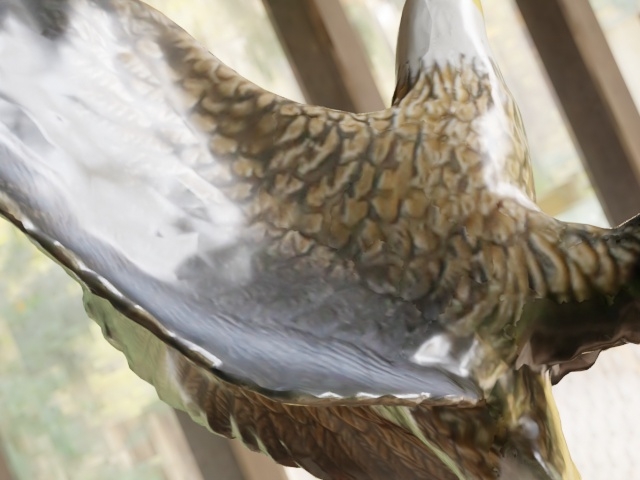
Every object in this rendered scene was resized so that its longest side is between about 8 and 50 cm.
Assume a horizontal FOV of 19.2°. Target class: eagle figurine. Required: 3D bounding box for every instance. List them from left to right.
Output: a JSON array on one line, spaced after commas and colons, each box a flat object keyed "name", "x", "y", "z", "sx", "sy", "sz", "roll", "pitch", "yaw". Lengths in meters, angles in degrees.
[{"name": "eagle figurine", "x": 0.002, "y": -0.007, "z": 0.575, "sx": 0.298, "sy": 0.226, "sz": 0.225, "roll": 4, "pitch": 28, "yaw": 10}]
